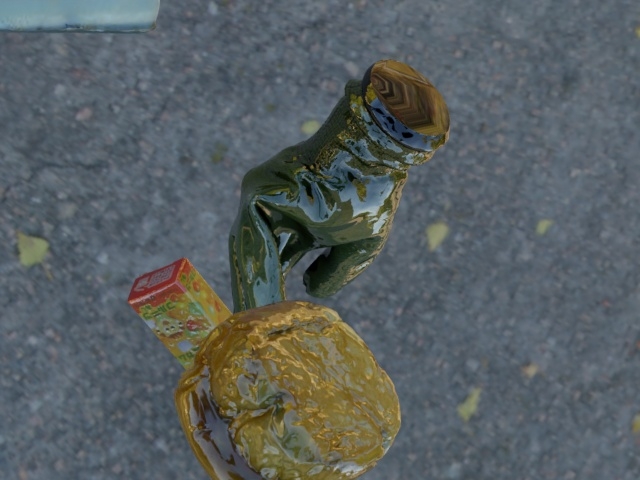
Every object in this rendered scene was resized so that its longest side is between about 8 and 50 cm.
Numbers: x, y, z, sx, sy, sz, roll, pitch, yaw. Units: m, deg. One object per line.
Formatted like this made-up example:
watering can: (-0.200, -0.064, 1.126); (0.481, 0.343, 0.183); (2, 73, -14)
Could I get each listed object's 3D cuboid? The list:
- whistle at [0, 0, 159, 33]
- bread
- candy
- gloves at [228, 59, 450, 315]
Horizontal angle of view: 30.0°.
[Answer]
whistle: (-0.181, -0.147, 0.404); (0.289, 0.163, 0.163); (-14, 116, -53)
bread: (-0.011, 0.058, 0.428); (0.081, 0.046, 0.083); (38, 41, -22)
candy: (-0.119, 0.077, 1.114); (0.062, 0.038, 0.122); (-23, 118, 26)
gloves: (-0.004, -0.013, 0.845); (0.135, 0.107, 0.268); (0, 133, -40)
